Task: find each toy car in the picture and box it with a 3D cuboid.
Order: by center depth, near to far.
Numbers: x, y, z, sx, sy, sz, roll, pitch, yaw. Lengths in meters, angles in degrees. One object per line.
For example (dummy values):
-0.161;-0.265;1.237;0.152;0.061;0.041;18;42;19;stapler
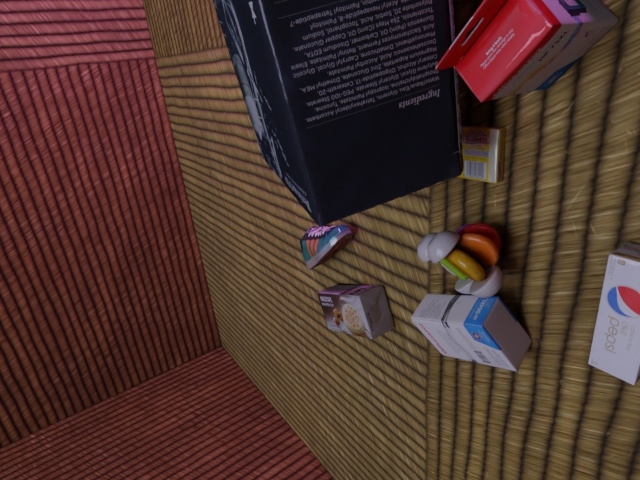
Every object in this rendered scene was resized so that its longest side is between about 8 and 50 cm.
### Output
0.303;0.025;0.872;0.159;0.136;0.182;39;177;0;toy car

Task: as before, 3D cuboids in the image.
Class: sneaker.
0.000;0.000;1.376;0.121;0.108;0.302;60;150;8;sneaker

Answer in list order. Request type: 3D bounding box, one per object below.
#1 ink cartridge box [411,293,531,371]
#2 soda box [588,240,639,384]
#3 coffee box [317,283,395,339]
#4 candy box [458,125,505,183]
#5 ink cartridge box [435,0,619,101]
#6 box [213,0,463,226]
0.327;0.196;0.934;0.148;0.086;0.203;48;156;-19;ink cartridge box
0.498;0.116;0.675;0.074;0.069;0.216;25;128;50;soda box
0.107;0.218;1.343;0.246;0.098;0.141;-5;103;59;coffee box
0.284;-0.186;0.880;0.206;0.027;0.105;24;125;51;candy box
0.293;-0.280;0.604;0.078;0.231;0.134;61;149;15;ink cartridge box
0.000;-0.358;0.793;0.480;0.297;0.472;-128;18;-59;box
